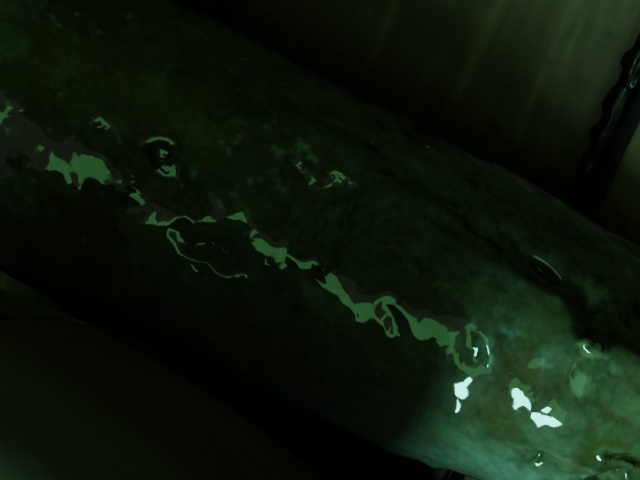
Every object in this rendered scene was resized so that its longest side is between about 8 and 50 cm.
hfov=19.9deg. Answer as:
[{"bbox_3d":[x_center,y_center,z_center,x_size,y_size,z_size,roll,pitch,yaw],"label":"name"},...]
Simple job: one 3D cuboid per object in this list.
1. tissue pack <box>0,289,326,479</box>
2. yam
[{"bbox_3d":[-0.137,0.152,0.653,0.277,0.387,0.267,30,86,11],"label":"tissue pack"},{"bbox_3d":[0.000,0.000,0.687,0.330,0.133,0.133,25,121,12],"label":"yam"}]
